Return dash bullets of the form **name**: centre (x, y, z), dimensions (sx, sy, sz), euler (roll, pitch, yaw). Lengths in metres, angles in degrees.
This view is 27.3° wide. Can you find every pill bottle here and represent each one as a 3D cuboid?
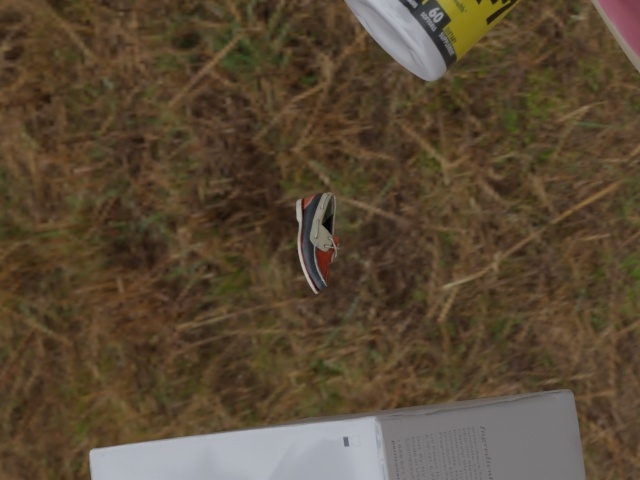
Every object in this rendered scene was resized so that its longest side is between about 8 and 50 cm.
- **pill bottle**: centre (0.127, -0.243, 1.095), dimensions (0.208, 0.119, 0.119), euler (-44, 65, -2)

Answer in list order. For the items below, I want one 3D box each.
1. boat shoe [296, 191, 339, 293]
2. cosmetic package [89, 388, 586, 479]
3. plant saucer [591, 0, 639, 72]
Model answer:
- **boat shoe**: centre (0.000, 0.000, 1.476), dimensions (0.043, 0.049, 0.137), euler (-14, 46, 11)
- **cosmetic package**: centre (0.019, 0.176, 0.823), dimensions (0.224, 0.225, 0.138), euler (-12, 83, 37)
- **plant saucer**: centre (0.111, -0.173, 0.491), dimensions (0.084, 0.332, 0.332), euler (-28, 79, 11)
